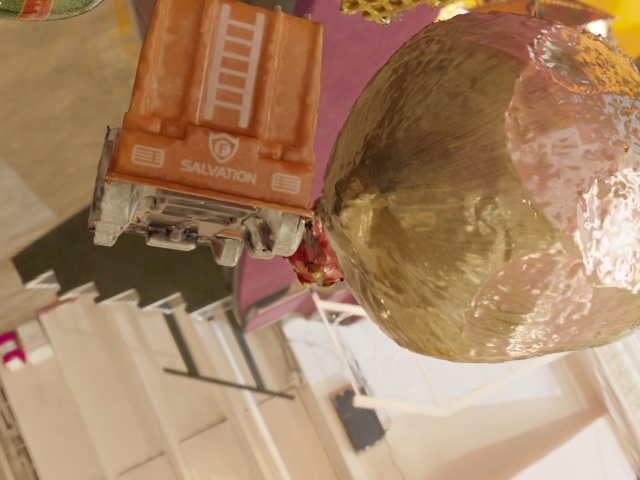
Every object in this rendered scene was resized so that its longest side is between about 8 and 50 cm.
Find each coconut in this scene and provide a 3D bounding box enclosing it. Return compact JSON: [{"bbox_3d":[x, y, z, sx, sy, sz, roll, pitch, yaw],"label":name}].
[{"bbox_3d":[0.171,-0.050,0.858,0.405,0.404,0.404,-25,171,-4],"label":"coconut"}]

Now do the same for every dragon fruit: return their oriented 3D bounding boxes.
[{"bbox_3d":[0.000,0.000,1.420,0.207,0.133,0.150,92,23,-49],"label":"dragon fruit"}]

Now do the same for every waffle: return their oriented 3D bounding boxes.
[{"bbox_3d":[0.157,-0.517,1.537,0.291,0.051,0.291,3,156,2],"label":"waffle"}]

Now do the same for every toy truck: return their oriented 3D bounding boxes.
[{"bbox_3d":[-0.120,-0.091,0.749,0.173,0.207,0.387,10,173,-16],"label":"toy truck"}]

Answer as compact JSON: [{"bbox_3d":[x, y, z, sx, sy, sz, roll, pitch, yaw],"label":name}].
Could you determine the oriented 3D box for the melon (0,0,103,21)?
[{"bbox_3d":[-0.393,-0.386,1.039,0.288,0.182,0.182,-8,163,-31],"label":"melon"}]
